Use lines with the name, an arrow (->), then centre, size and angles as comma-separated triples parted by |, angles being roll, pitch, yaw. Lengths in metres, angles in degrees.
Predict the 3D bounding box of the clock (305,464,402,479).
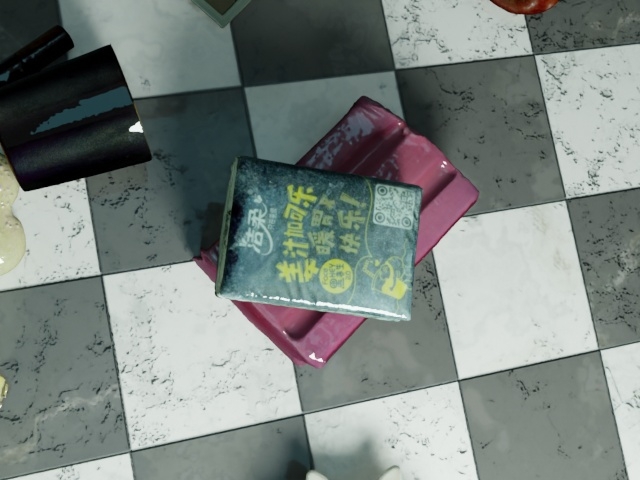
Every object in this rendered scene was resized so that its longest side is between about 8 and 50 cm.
clock -> 0.050, 0.478, 1.176 | 0.265, 0.108, 0.324 | 1, 81, -12

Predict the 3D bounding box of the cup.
cup -> -0.353, -0.178, 1.180 | 0.177, 0.239, 0.166 | -21, 129, -10

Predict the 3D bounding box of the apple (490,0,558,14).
apple -> 0.328, -0.454, 1.369 | 0.156, 0.147, 0.158 | 13, 65, 21

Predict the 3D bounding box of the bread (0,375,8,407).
bread -> -0.499, 0.231, 1.043 | 0.178, 0.135, 0.240 | 35, 72, -24

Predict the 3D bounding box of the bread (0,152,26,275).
bread -> -0.545, -0.026, 1.117 | 0.316, 0.054, 0.316 | 1, 88, -19

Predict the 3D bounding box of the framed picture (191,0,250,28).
framed picture -> -0.185, -0.485, 1.310 | 0.274, 0.017, 0.217 | 43, 74, -4

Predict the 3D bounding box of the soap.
soap -> 0.025, -0.019, 1.234 | 0.233, 0.128, 0.359 | 46, 75, -5

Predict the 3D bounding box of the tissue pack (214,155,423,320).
tissue pack -> 0.000, 0.000, 1.120 | 0.257, 0.081, 0.185 | 9, 81, -12
